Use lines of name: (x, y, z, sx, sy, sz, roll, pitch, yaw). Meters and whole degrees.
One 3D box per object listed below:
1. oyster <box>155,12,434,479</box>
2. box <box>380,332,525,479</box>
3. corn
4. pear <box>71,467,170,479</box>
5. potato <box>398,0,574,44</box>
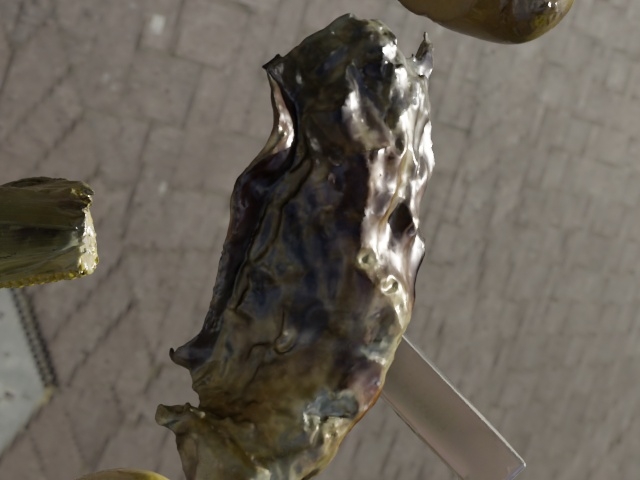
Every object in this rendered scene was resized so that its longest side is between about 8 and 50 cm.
oyster: (0.009, 0.001, 1.005, 0.275, 0.100, 0.271, -30, 123, -44)
box: (0.045, 0.085, 1.286, 0.048, 0.265, 0.273, -44, 173, -2)
corn: (-0.374, -0.005, 1.776, 0.123, 0.305, 0.122, 14, 72, -76)
pear: (-0.218, 0.367, 1.735, 0.271, 0.271, 0.271, -46, 146, -44)
potato: (0.147, -0.244, 1.519, 0.138, 0.243, 0.098, 2, 118, -27)
